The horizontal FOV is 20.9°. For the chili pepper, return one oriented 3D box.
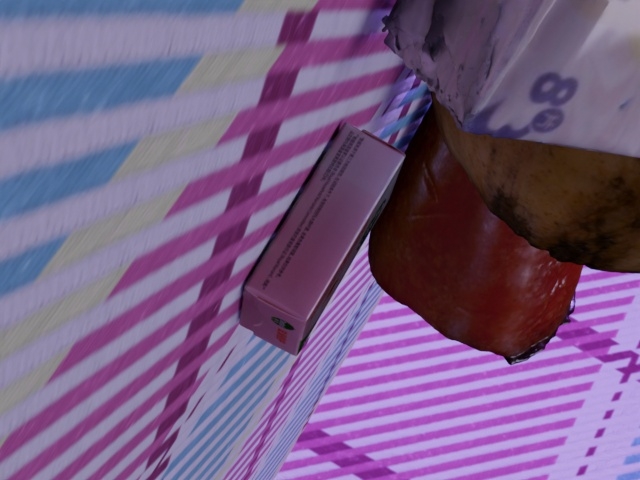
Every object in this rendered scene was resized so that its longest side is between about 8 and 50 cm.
[{"bbox_3d":[0.195,-0.072,1.636,0.251,0.229,0.305,-29,152,-49],"label":"chili pepper"}]

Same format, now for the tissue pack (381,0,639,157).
[{"bbox_3d":[0.229,-0.161,0.967,0.344,0.125,0.242,5,124,-36],"label":"tissue pack"}]

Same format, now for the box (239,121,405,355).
[{"bbox_3d":[0.000,0.000,1.054,0.125,0.043,0.089,-59,175,-16],"label":"box"}]

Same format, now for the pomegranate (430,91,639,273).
[{"bbox_3d":[0.232,-0.119,1.284,0.322,0.322,0.322,-60,175,-8],"label":"pomegranate"}]
